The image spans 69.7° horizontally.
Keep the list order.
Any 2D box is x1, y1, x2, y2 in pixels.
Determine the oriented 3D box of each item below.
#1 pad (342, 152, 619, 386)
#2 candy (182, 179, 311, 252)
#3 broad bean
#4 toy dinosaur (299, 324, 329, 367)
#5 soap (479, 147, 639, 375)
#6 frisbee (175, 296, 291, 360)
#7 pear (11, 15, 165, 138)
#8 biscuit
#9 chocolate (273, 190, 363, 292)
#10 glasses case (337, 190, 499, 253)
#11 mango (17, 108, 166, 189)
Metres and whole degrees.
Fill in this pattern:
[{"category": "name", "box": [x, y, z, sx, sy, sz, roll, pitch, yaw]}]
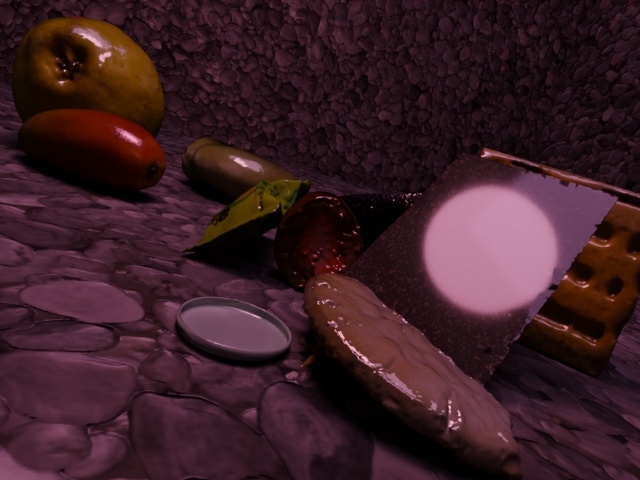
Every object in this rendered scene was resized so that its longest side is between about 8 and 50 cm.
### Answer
[{"category": "pad", "box": [0.178, 0.013, 0.563, 0.220, 0.330, 0.004, 29, -28, 39]}, {"category": "candy", "box": [-0.099, -0.043, 0.696, 0.069, 0.149, 0.246, 57, 15, -9]}, {"category": "broad bean", "box": [-0.191, -0.154, 1.078, 0.290, 0.119, 0.238, 22, 4, 9]}, {"category": "toy dinosaur", "box": [0.000, 0.098, 0.438, 0.041, 0.026, 0.113, 33, 12, 26]}, {"category": "soap", "box": [0.332, 0.023, 0.706, 0.281, 0.260, 0.143, 26, 9, 27]}, {"category": "frisbee", "box": [-0.080, 0.082, 0.431, 0.110, 0.014, 0.110, 17, 11, -4]}, {"category": "pear", "box": [-0.487, -0.303, 1.009, 0.287, 0.288, 0.375, 16, -17, -6]}, {"category": "biscuit", "box": [0.055, 0.095, 0.420, 0.141, 0.038, 0.290, 20, 15, -39]}, {"category": "chocolate", "box": [0.000, 0.000, 0.629, 0.124, 0.133, 0.127, 12, 15, -38]}, {"category": "glasses case", "box": [0.128, -0.008, 0.685, 0.320, 0.122, 0.082, 2, -16, 28]}, {"category": "mango", "box": [-0.413, -0.167, 0.819, 0.288, 0.129, 0.146, 10, 11, 5]}]
